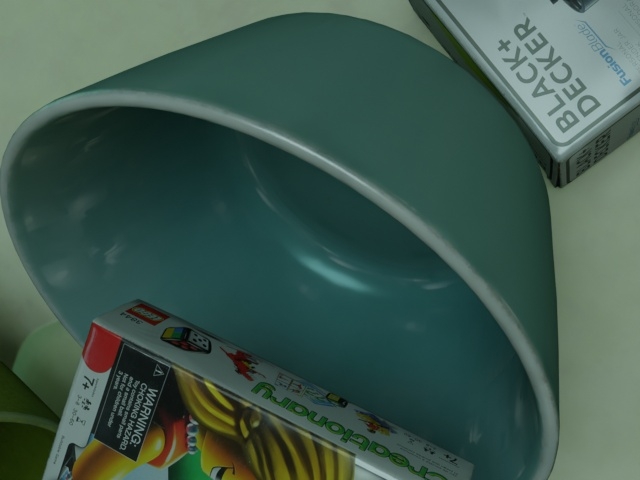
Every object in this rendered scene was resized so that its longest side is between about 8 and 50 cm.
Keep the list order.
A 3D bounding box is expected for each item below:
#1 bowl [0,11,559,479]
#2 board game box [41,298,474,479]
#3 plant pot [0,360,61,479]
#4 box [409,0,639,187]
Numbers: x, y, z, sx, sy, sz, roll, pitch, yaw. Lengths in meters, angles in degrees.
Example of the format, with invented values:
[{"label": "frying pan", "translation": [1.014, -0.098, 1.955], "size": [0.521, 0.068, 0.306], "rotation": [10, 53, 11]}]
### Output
[{"label": "bowl", "translation": [0.000, 0.000, 0.506], "size": [0.311, 0.312, 0.163], "rotation": [21, 53, 15]}, {"label": "board game box", "translation": [-0.069, 0.208, 0.474], "size": [0.193, 0.053, 0.305], "rotation": [24, 106, 13]}, {"label": "plant pot", "translation": [-0.342, 0.119, 0.595], "size": [0.275, 0.275, 0.293], "rotation": [-50, 59, 5]}, {"label": "box", "translation": [0.211, -0.186, 0.554], "size": [0.290, 0.087, 0.169], "rotation": [-36, 77, 8]}]
